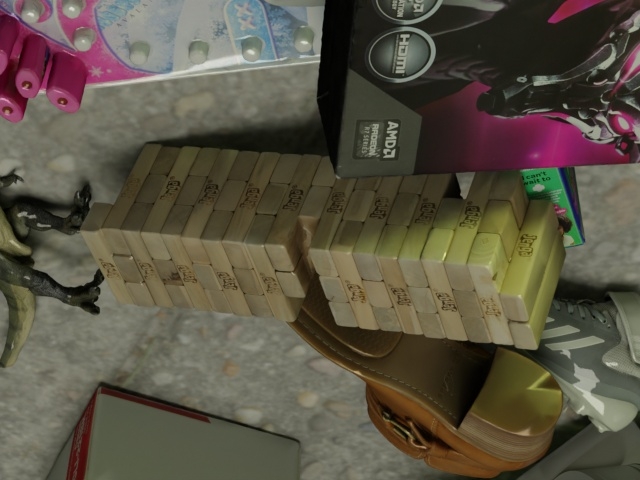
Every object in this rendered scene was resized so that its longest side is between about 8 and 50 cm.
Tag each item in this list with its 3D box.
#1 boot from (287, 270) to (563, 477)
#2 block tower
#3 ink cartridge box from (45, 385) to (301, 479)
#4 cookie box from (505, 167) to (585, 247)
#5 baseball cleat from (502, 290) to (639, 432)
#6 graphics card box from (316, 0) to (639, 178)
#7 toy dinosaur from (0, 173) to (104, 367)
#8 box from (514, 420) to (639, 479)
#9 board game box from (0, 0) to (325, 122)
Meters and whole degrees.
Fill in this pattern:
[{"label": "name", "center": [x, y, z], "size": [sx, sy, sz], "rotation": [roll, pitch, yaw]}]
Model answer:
[{"label": "boot", "center": [0.060, 0.095, 1.513], "size": [0.283, 0.109, 0.220], "rotation": [27, 162, 3]}, {"label": "block tower", "center": [0.000, 0.000, 1.347], "size": [0.335, 0.097, 0.091], "rotation": [4, 140, 23]}, {"label": "ink cartridge box", "center": [-0.159, 0.275, 1.691], "size": [0.197, 0.114, 0.273], "rotation": [18, 134, -16]}, {"label": "cookie box", "center": [0.156, -0.060, 1.340], "size": [0.040, 0.092, 0.107], "rotation": [-14, 134, 13]}, {"label": "baseball cleat", "center": [0.193, 0.061, 1.493], "size": [0.206, 0.072, 0.109], "rotation": [42, 93, -21]}, {"label": "graphics card box", "center": [0.189, -0.158, 1.185], "size": [0.370, 0.094, 0.233], "rotation": [-2, 135, -9]}, {"label": "toy dinosaur", "center": [-0.232, 0.010, 1.462], "size": [0.118, 0.064, 0.268], "rotation": [0, 139, 13]}, {"label": "box", "center": [0.223, 0.313, 1.566], "size": [0.262, 0.231, 0.127], "rotation": [-37, 127, 5]}, {"label": "board game box", "center": [-0.080, -0.245, 1.189], "size": [0.390, 0.050, 0.390], "rotation": [-6, 136, 9]}]
